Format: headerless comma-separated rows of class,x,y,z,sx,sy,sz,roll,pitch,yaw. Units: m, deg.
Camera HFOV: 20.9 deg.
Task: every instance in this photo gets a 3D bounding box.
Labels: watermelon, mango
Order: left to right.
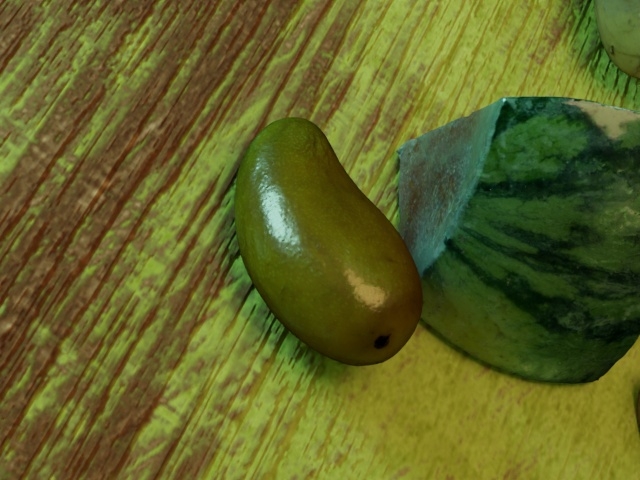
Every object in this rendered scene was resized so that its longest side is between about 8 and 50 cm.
mango,0.000,0.000,1.391,0.136,0.099,0.227,-8,61,-33
watermelon,0.194,-0.033,1.492,0.213,0.262,0.201,15,29,-24

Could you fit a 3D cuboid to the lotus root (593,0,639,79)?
lotus root,0.363,-0.300,1.765,0.169,0.151,0.343,2,58,6

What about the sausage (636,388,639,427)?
sausage,0.439,0.175,1.597,0.312,0.093,0.093,14,57,-29
